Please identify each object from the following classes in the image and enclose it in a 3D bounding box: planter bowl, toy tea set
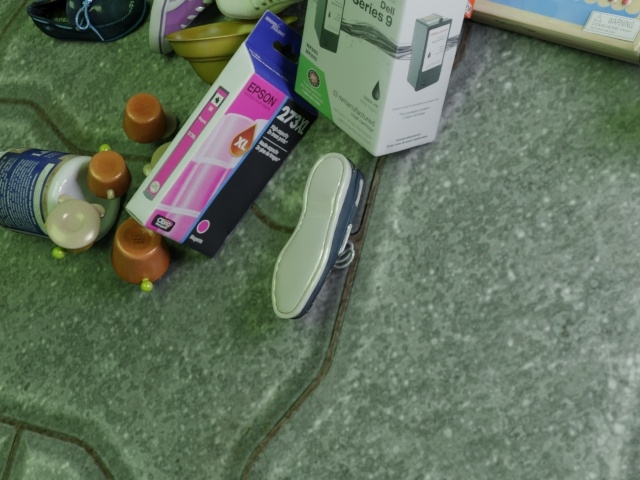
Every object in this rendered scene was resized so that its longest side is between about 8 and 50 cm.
[{"bbox_3d":[-0.137,-0.299,1.826,0.217,0.217,0.090,5,111,35],"label":"planter bowl"},{"bbox_3d":[-0.303,-0.078,1.879,0.200,0.124,0.336,23,65,4],"label":"toy tea set"}]

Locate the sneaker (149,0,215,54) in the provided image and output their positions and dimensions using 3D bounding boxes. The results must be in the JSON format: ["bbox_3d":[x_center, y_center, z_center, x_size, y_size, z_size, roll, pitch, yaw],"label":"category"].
[{"bbox_3d":[-0.190,-0.421,1.931,0.102,0.161,0.282,-75,9,-59],"label":"sneaker"}]

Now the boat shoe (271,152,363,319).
[{"bbox_3d":[0.000,0.000,1.661,0.095,0.079,0.254,4,73,38],"label":"boat shoe"}]

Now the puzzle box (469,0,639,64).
[{"bbox_3d":[0.343,-0.411,1.567,0.409,0.052,0.272,27,88,44],"label":"puzzle box"}]

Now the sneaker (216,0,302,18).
[{"bbox_3d":[-0.053,-0.424,1.794,0.290,0.123,0.106,-15,98,23],"label":"sneaker"}]

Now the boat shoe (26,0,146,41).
[{"bbox_3d":[-0.441,-0.416,2.105,0.258,0.089,0.109,-7,69,32],"label":"boat shoe"}]

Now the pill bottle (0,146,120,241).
[{"bbox_3d":[-0.489,-0.083,1.976,0.265,0.153,0.153,10,79,36],"label":"pill bottle"}]

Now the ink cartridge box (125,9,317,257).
[{"bbox_3d":[-0.126,-0.156,1.741,0.069,0.176,0.371,38,96,37],"label":"ink cartridge box"}]

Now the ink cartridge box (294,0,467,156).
[{"bbox_3d":[0.083,-0.300,1.596,0.211,0.121,0.289,43,137,38],"label":"ink cartridge box"}]

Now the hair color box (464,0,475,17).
[{"bbox_3d":[0.193,-0.388,1.619,0.072,0.043,0.141,9,76,44],"label":"hair color box"}]
